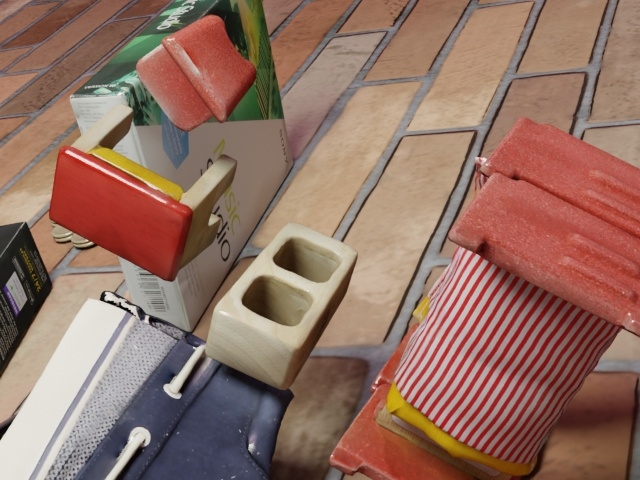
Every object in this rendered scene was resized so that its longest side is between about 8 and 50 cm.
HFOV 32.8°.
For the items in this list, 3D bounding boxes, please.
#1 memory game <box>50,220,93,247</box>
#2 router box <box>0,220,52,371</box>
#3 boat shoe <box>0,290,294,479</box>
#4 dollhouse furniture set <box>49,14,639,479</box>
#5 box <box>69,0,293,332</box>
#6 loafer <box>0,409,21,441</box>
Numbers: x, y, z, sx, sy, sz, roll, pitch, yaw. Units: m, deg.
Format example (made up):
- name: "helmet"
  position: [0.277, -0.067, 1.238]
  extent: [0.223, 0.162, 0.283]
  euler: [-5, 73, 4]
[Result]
- name: "memory game"
  position: [-0.213, -0.042, 1.210]
  extent: [0.186, 0.012, 0.186]
  euler: [-13, 28, 7]
- name: "router box"
  position: [-0.434, 0.095, 0.999]
  extent: [0.309, 0.081, 0.243]
  euler: [-9, 28, 12]
- name: "boat shoe"
  position: [-0.126, 0.185, 0.632]
  extent: [0.158, 0.127, 0.340]
  euler: [22, 50, -1]
- name: "dollhouse furniture set"
  position: [0.000, 0.000, 0.665]
  extent: [0.374, 0.201, 0.152]
  euler: [26, 37, 8]
- name: "box"
  position: [-0.113, -0.098, 1.027]
  extent: [0.058, 0.232, 0.322]
  euler: [-1, 32, 17]
- name: "loafer"
  position: [-0.186, 0.149, 0.761]
  extent: [0.109, 0.095, 0.302]
  euler: [9, 37, 38]
